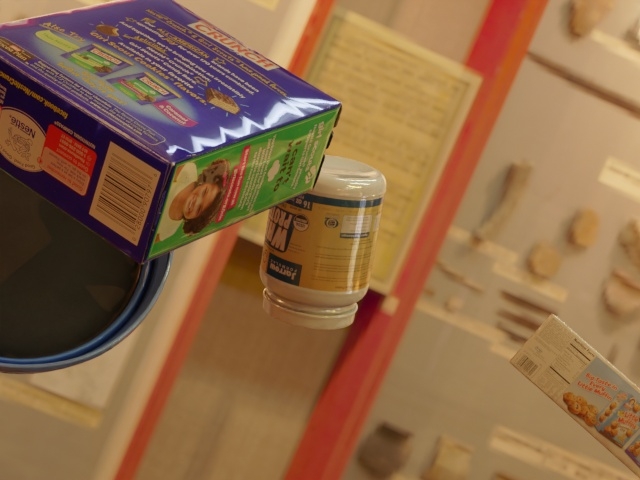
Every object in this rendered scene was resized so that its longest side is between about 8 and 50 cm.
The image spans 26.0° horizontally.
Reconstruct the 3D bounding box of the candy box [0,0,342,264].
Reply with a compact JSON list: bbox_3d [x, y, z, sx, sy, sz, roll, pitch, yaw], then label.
[{"bbox_3d":[-0.172,-0.127,1.410,0.268,0.122,0.317,33,30,19],"label":"candy box"}]

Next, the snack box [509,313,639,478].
[{"bbox_3d":[0.268,0.152,1.324,0.178,0.064,0.022,42,3,14],"label":"snack box"}]

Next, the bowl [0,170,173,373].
[{"bbox_3d":[-0.388,-0.009,1.807,0.391,0.391,0.077,23,-27,-8],"label":"bowl"}]

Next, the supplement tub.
[{"bbox_3d":[0.000,0.000,1.783,0.144,0.200,0.144,9,16,-3],"label":"supplement tub"}]
